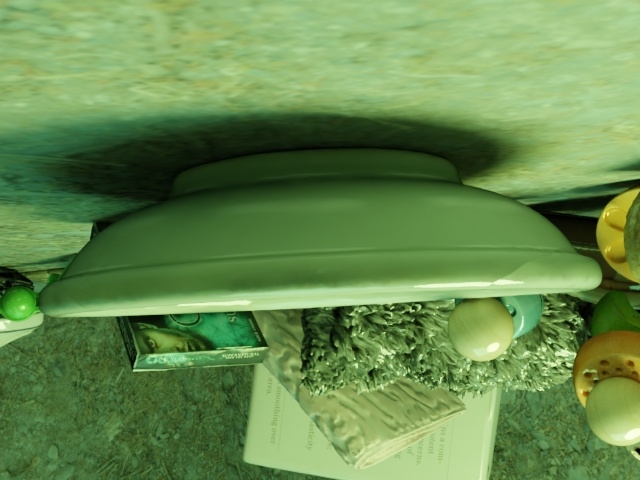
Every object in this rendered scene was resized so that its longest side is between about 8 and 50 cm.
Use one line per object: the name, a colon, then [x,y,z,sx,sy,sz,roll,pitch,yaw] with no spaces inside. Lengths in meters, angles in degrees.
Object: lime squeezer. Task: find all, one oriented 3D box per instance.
lime squeezer: [-0.442,0.087,1.353,0.310,0.059,0.110,-17,174,22]

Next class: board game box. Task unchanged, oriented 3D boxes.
board game box: [-0.139,0.048,0.872,0.126,0.026,0.186,0,-141,-29]

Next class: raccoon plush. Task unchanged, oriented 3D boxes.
raccoon plush: [0.178,0.076,1.014,0.299,0.216,0.446,-1,170,-39]

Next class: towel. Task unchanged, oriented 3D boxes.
towel: [0.019,0.146,1.231,0.053,0.332,0.317,-52,156,19]

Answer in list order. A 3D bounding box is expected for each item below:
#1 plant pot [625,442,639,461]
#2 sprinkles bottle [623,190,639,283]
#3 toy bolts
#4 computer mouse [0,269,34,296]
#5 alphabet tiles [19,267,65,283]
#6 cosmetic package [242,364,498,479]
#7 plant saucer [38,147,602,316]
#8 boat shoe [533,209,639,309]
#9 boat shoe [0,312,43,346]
plant pot: [0.414,0.170,1.085,0.166,0.167,0.165,-4,-144,14]
sprinkles bottle: [0.335,-0.015,0.587,0.121,0.121,0.355,-2,175,-11]
toy bolts: [0.230,0.058,0.828,0.228,0.218,0.158,17,-144,20]
computer mouse: [-0.608,0.079,1.449,0.272,0.072,0.188,-15,173,-3]
alphabet tiles: [-0.428,0.066,1.676,0.342,0.011,0.285,-6,174,32]
cosmetic package: [0.113,0.232,1.577,0.393,0.330,0.327,7,177,14]
plant saucer: [-0.001,-0.001,0.678,0.400,0.101,0.400,-2,175,0]
boat shoe: [0.353,0.005,0.914,0.324,0.116,0.123,13,-150,26]
boat shoe: [-0.550,0.160,1.402,0.096,0.088,0.267,13,-163,37]
